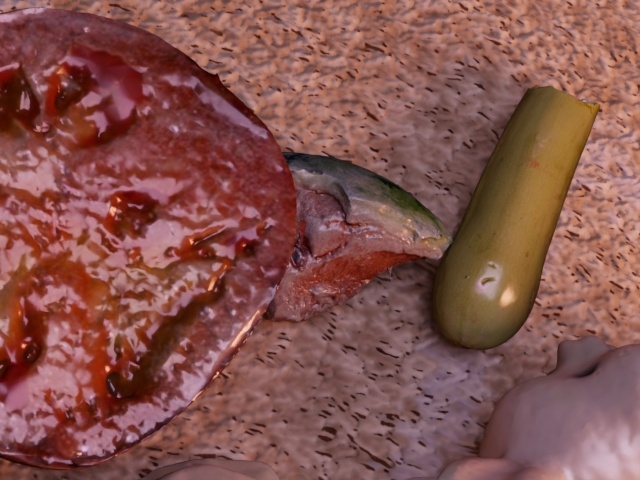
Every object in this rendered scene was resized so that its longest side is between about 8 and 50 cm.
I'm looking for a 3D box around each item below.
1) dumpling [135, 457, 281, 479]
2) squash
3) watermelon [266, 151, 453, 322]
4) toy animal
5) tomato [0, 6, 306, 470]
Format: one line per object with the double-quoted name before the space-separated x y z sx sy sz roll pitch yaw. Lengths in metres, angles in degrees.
"dumpling" -0.097 0.218 1.380 0.150 0.092 0.176 22 71 6
"squash" 0.154 -0.024 1.545 0.083 0.083 0.250 27 64 -7
"watermelon" 0.000 0.000 1.481 0.187 0.071 0.139 19 83 8
"toy animal" 0.227 0.192 1.431 0.367 0.196 0.241 7 71 -17
"tomato" -0.190 0.006 1.391 0.338 0.144 0.338 5 68 -12
